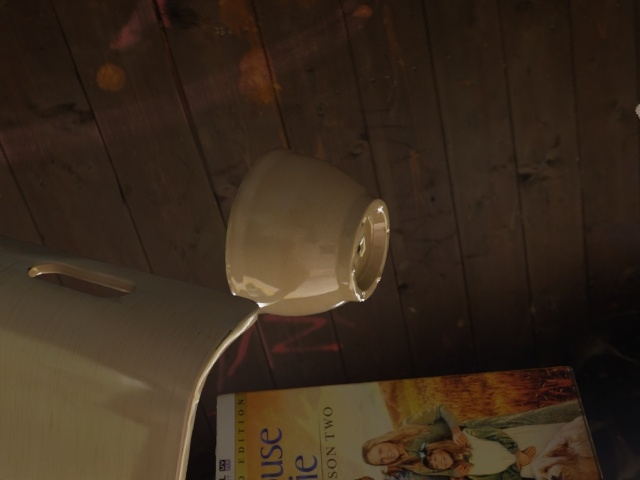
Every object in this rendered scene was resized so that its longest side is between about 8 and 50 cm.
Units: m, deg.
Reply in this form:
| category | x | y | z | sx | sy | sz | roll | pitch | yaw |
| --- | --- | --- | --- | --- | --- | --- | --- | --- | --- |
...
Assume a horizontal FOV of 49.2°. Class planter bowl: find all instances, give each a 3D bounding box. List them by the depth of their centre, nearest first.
| category | x | y | z | sx | sy | sz | roll | pitch | yaw |
| --- | --- | --- | --- | --- | --- | --- | --- | --- | --- |
| planter bowl | 0.000 | 0.000 | 0.657 | 0.109 | 0.162 | 0.162 | 11 | -68 | 23 |

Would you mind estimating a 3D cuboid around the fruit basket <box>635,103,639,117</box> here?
| category | x | y | z | sx | sy | sz | roll | pitch | yaw |
| --- | --- | --- | --- | --- | --- | --- | --- | --- | --- |
| fruit basket | 0.551 | -0.070 | 0.712 | 0.165 | 0.353 | 0.327 | -24 | -91 | -49 |

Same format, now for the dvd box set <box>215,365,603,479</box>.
| category | x | y | z | sx | sy | sz | roll | pitch | yaw |
| --- | --- | --- | --- | --- | --- | --- | --- | --- | --- |
| dvd box set | 0.096 | 0.300 | 0.758 | 0.420 | 0.307 | 0.062 | -4 | -33 | 1 |

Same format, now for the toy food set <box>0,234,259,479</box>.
| category | x | y | z | sx | sy | sz | roll | pitch | yaw |
| --- | --- | --- | --- | --- | --- | --- | --- | --- | --- |
| toy food set | -0.157 | 0.164 | 0.425 | 0.092 | 0.220 | 0.306 | -6 | -73 | -65 |
